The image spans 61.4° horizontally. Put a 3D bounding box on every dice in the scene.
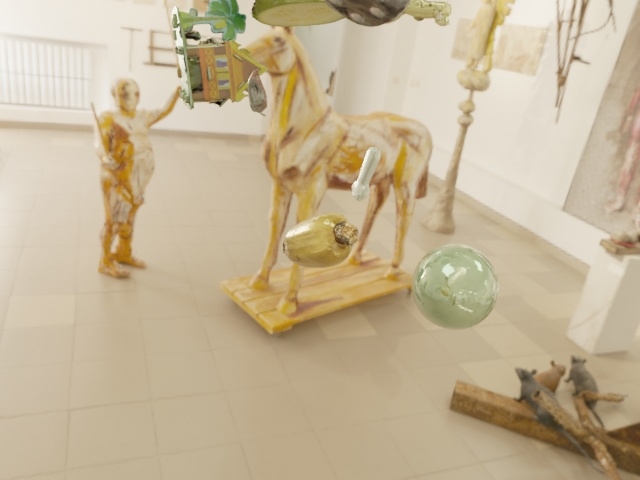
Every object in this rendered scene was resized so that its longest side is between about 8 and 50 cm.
[{"bbox_3d":[0.117,-0.634,1.282,0.182,0.182,0.183,22,-3,-34],"label":"dice"}]

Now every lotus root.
[{"bbox_3d":[0.002,0.003,1.479,0.130,0.147,0.303,-5,-5,-37],"label":"lotus root"}]

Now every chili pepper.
[{"bbox_3d":[-0.170,-0.392,1.454,0.050,0.153,0.041,-11,61,-7],"label":"chili pepper"}]

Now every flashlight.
[{"bbox_3d":[0.167,-0.239,1.941,0.047,0.201,0.093,8,24,-28],"label":"flashlight"}]

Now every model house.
[{"bbox_3d":[-0.357,-0.663,1.910,0.312,0.358,0.242,-12,20,-19],"label":"model house"}]

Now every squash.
[{"bbox_3d":[-0.060,-0.702,1.658,0.260,0.189,0.189,30,21,-9],"label":"squash"}]

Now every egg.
[{"bbox_3d":[0.319,0.109,1.284,0.202,0.203,0.282,17,8,20],"label":"egg"}]

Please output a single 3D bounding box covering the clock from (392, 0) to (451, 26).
[{"bbox_3d":[0.302,-0.774,1.543,0.276,0.379,0.120,36,34,13],"label":"clock"}]
